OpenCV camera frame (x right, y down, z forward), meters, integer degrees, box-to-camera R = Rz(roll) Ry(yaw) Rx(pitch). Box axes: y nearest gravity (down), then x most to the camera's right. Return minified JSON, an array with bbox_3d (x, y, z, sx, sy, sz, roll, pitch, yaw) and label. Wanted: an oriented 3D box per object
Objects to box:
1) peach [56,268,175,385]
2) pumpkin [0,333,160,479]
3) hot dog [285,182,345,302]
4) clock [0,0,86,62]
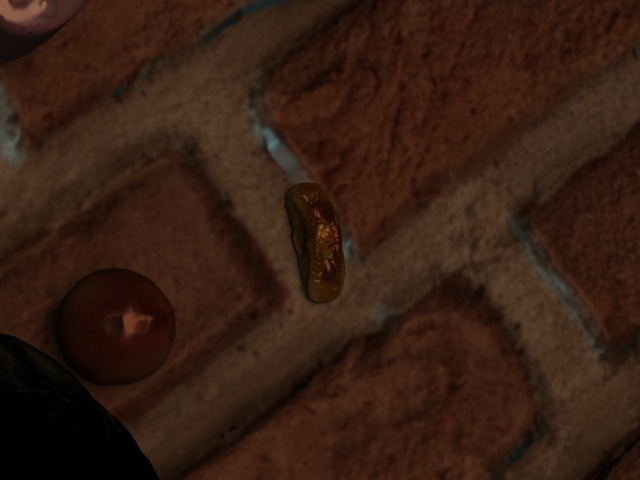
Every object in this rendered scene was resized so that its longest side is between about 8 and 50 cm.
[{"bbox_3d":[-0.138,0.059,1.320,0.083,0.083,0.083,5,79,-26],"label":"peach"},{"bbox_3d":[-0.208,0.216,1.140,0.295,0.296,0.296,5,79,-26],"label":"pumpkin"},{"bbox_3d":[0.000,0.000,1.421,0.030,0.034,0.090,-9,84,-28],"label":"hot dog"},{"bbox_3d":[-0.338,-0.185,1.244,0.322,0.113,0.295,-42,100,-25],"label":"clock"}]
